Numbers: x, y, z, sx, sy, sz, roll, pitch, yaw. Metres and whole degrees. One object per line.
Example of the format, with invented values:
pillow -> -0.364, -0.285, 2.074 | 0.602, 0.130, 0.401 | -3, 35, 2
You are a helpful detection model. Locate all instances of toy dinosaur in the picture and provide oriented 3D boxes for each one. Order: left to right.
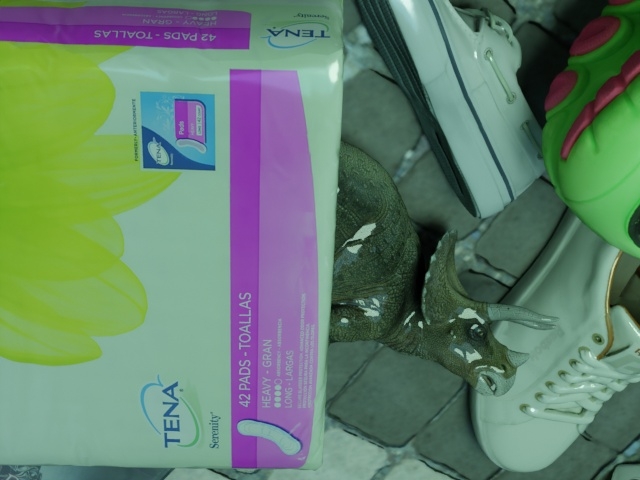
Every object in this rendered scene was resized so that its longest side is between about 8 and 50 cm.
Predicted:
toy dinosaur -> 0.000, 0.000, 0.890 | 0.160, 0.121, 0.313 | -43, 116, 2

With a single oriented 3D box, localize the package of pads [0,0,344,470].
package of pads -> -0.107, 0.001, 0.746 | 0.229, 0.101, 0.296 | 1, 126, -1

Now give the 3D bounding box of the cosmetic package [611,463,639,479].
cosmetic package -> 0.425, 0.281, 1.023 | 0.385, 0.156, 0.217 | -9, 131, 35

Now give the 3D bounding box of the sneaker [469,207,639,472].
sneaker -> 0.190, 0.074, 0.957 | 0.106, 0.123, 0.290 | 8, 122, -19

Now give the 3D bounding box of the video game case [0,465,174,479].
video game case -> -0.267, 0.208, 1.003 | 0.196, 0.026, 0.274 | 34, 111, -29

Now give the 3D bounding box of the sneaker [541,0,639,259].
sneaker -> 0.347, -0.163, 0.782 | 0.202, 0.185, 0.483 | 40, 107, -22

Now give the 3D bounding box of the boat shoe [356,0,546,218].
boat shoe -> 0.087, -0.113, 0.847 | 0.076, 0.083, 0.226 | -34, 136, -4
